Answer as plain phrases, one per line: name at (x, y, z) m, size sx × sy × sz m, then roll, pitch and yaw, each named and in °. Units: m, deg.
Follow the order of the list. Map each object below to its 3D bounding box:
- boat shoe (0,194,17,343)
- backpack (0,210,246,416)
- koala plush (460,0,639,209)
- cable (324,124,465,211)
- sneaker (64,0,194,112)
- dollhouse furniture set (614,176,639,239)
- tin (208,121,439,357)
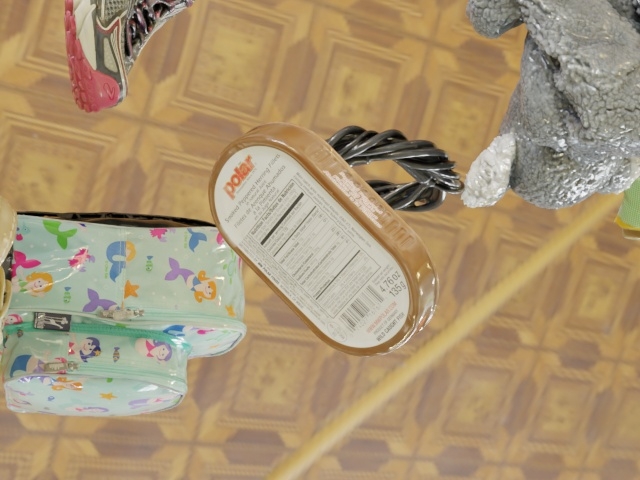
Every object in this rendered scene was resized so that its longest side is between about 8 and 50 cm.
boat shoe at (-0.294, 0.041, 1.028) m, size 0.098 × 0.302 × 0.109 m, roll 27°, pitch 56°, yaw -22°
backpack at (-0.194, 0.066, 1.201) m, size 0.253 × 0.225 × 0.191 m, roll -4°, pitch 75°, yaw -15°
koala plush at (0.212, -0.105, 1.054) m, size 0.196 × 0.203 × 0.221 m, roll -8°, pitch 147°, yaw -24°
cable at (0.043, -0.060, 1.124) m, size 0.184 × 0.150 × 0.047 m, roll 1°, pitch 66°, yaw -15°
sneaker at (-0.171, -0.234, 1.193) m, size 0.112 × 0.299 × 0.121 m, roll 8°, pitch 136°, yaw -1°
dollhouse furniture set at (0.353, -0.011, 1.197) m, size 0.076 × 0.151 × 0.059 m, roll 86°, pitch 17°, yaw -45°
tin at (0.000, 0.000, 0.901) m, size 0.106 × 0.189 × 0.040 m, roll -49°, pitch 173°, yaw 31°
